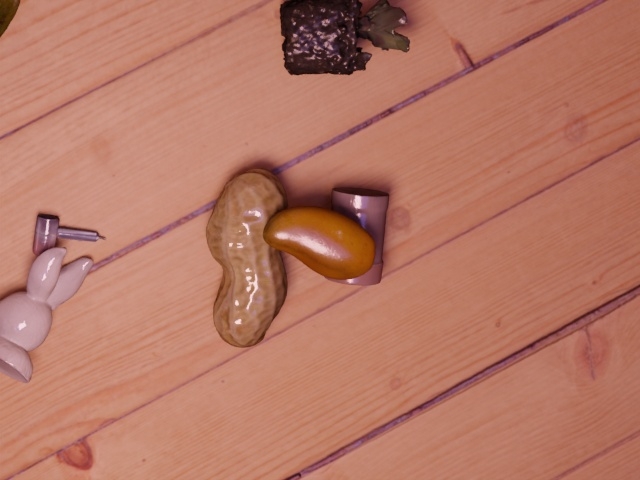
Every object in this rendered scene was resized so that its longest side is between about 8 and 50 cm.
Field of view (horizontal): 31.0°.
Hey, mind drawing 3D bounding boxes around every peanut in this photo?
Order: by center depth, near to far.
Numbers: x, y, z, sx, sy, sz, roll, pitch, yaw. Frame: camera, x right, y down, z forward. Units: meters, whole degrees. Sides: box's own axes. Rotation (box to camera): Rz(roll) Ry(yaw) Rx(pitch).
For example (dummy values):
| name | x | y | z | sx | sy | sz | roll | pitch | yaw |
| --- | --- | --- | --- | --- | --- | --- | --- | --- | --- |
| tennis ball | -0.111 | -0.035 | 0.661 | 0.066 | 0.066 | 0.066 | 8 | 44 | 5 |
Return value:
| name | x | y | z | sx | sy | sz | roll | pitch | yaw |
| --- | --- | --- | --- | --- | --- | --- | --- | --- | --- |
| peanut | -0.119 | 0.031 | 1.874 | 0.136 | 0.120 | 0.298 | -2 | 102 | -15 |

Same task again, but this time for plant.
| name | x | y | z | sx | sy | sz | roll | pitch | yaw |
| --- | --- | --- | --- | --- | --- | --- | --- | --- | --- |
| plant | 0.036 | -0.328 | 1.827 | 0.203 | 0.142 | 0.131 | -10 | 94 | 1 |

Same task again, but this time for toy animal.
| name | x | y | z | sx | sy | sz | roll | pitch | yaw |
| --- | --- | --- | --- | --- | --- | --- | --- | --- | --- |
| toy animal | -0.466 | 0.104 | 1.847 | 0.104 | 0.130 | 0.221 | 44 | 65 | -42 |

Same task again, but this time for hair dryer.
| name | x | y | z | sx | sy | sz | roll | pitch | yaw |
| --- | --- | --- | --- | --- | --- | --- | --- | --- | --- |
| hair dryer | -0.404 | -0.004 | 1.862 | 0.114 | 0.037 | 0.063 | 6 | 102 | -19 |

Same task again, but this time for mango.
| name | x | y | z | sx | sy | sz | roll | pitch | yaw |
| --- | --- | --- | --- | --- | --- | --- | --- | --- | --- |
| mango | 0.000 | 0.000 | 1.817 | 0.184 | 0.085 | 0.102 | 20 | 88 | -9 |

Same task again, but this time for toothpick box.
| name | x | y | z | sx | sy | sz | roll | pitch | yaw |
| --- | --- | --- | --- | --- | --- | --- | --- | --- | --- |
| toothpick box | 0.060 | -0.008 | 1.911 | 0.098 | 0.098 | 0.149 | 3 | 101 | -11 |

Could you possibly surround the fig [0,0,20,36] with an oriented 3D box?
| name | x | y | z | sx | sy | sz | roll | pitch | yaw |
| --- | --- | --- | --- | --- | --- | --- | --- | --- | --- |
| fig | -0.520 | -0.370 | 1.733 | 0.133 | 0.127 | 0.185 | -20 | 152 | -37 |
